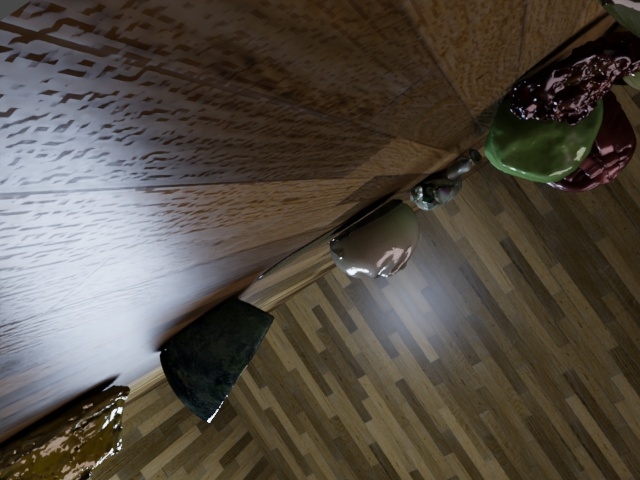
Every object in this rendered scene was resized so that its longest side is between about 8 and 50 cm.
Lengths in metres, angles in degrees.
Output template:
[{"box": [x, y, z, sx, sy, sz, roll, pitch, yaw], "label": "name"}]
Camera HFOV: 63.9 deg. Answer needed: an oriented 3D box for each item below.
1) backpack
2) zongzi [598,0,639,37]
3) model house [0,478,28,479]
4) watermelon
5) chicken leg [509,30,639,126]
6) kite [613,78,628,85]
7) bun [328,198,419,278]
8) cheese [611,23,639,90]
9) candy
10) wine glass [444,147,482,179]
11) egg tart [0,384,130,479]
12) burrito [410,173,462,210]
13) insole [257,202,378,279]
[{"box": [0.520, -0.204, 1.042, 0.229, 0.229, 0.139, -36, 171, 18], "label": "backpack"}, {"box": [0.377, -0.158, 0.415, 0.274, 0.251, 0.125, -29, 156, -35], "label": "zongzi"}, {"box": [-0.399, 0.317, 0.461, 0.237, 0.202, 0.237, 0, 153, 9], "label": "model house"}, {"box": [-0.192, 0.186, 0.944, 0.318, 0.148, 0.226, -54, -178, 36], "label": "watermelon"}, {"box": [0.316, -0.185, 0.570, 0.205, 0.093, 0.053, -19, -149, 34], "label": "chicken leg"}, {"box": [0.472, -0.280, 0.844, 0.189, 0.009, 0.232, -56, -165, 10], "label": "kite"}, {"box": [0.107, 0.008, 0.940, 0.173, 0.119, 0.173, -33, -178, 1], "label": "bun"}, {"box": [0.484, -0.291, 0.635, 0.214, 0.117, 0.226, -38, 180, 1], "label": "cheese"}, {"box": [0.327, -0.164, 0.788, 0.343, 0.132, 0.142, -24, 127, -73], "label": "candy"}, {"box": [0.300, -0.158, 1.089, 0.039, 0.042, 0.083, 5, 155, -32], "label": "wine glass"}, {"box": [-0.454, 0.372, 0.882, 0.315, 0.120, 0.315, -33, 174, -4], "label": "egg tart"}, {"box": [0.275, -0.115, 1.193, 0.096, 0.066, 0.309, -42, 173, 24], "label": "burrito"}, {"box": [0.000, 0.000, 0.877, 0.253, 0.005, 0.086, -32, 175, -19], "label": "insole"}]
